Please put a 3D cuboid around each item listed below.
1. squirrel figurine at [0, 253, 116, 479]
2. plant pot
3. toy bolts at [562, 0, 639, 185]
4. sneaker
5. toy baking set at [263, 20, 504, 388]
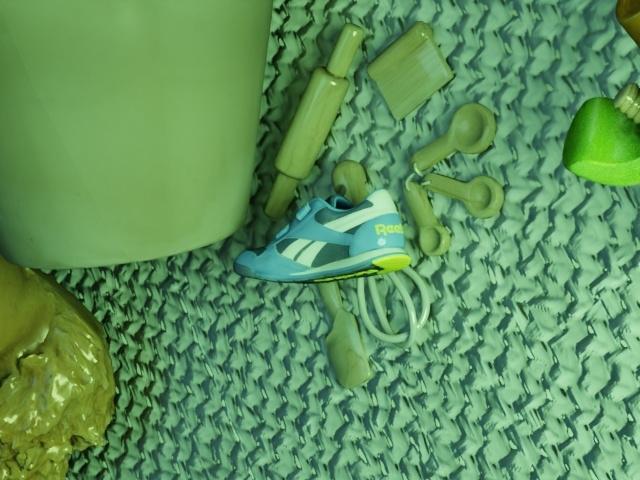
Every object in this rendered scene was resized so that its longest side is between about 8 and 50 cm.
[{"bbox_3d":[-0.385,0.132,1.390,0.370,0.397,0.281,-47,12,0],"label":"squirrel figurine"},{"bbox_3d":[-0.168,-0.135,1.271,0.323,0.323,0.280,5,106,44],"label":"plant pot"},{"bbox_3d":[0.277,-0.111,0.961,0.228,0.158,0.218,-45,17,44],"label":"toy bolts"},{"bbox_3d":[0.000,0.000,1.209,0.144,0.053,0.059,-10,83,33],"label":"sneaker"},{"bbox_3d":[0.033,-0.030,1.230,0.197,0.030,0.256,45,118,36],"label":"toy baking set"}]
